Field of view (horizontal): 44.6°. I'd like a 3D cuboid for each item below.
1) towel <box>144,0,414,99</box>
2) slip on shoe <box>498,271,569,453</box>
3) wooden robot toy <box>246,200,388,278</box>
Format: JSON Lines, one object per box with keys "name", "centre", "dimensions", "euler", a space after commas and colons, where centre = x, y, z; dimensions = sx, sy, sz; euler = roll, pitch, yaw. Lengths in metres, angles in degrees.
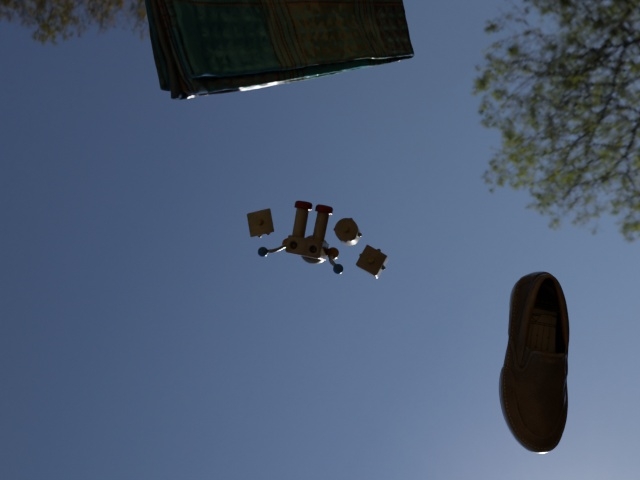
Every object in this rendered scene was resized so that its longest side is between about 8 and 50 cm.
{"name": "towel", "centre": [-0.035, -0.296, 0.777], "dimensions": [0.370, 0.040, 0.272], "euler": [-21, -77, -47]}
{"name": "slip on shoe", "centre": [0.165, 0.090, 0.585], "dimensions": [0.051, 0.041, 0.135], "euler": [8, -102, -4]}
{"name": "wooden robot toy", "centre": [0.000, 0.000, 0.928], "dimensions": [0.173, 0.079, 0.076], "euler": [13, -98, 13]}
